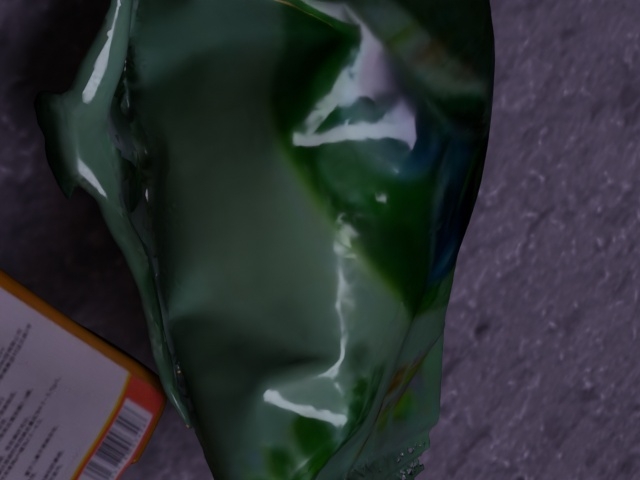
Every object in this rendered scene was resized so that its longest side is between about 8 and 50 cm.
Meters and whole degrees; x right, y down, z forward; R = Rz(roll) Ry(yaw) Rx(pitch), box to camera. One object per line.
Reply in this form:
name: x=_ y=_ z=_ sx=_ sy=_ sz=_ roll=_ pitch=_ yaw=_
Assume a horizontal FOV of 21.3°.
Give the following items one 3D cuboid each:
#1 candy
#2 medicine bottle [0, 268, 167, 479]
candy: x=0.006 y=0.000 z=0.836 sx=0.263 sy=0.172 sz=0.398 roll=-17 pitch=102 yaw=-60
medicine bottle: x=-0.193 y=0.046 z=0.759 sx=0.222 sy=0.149 sz=0.112 roll=41 pitch=76 yaw=-45
